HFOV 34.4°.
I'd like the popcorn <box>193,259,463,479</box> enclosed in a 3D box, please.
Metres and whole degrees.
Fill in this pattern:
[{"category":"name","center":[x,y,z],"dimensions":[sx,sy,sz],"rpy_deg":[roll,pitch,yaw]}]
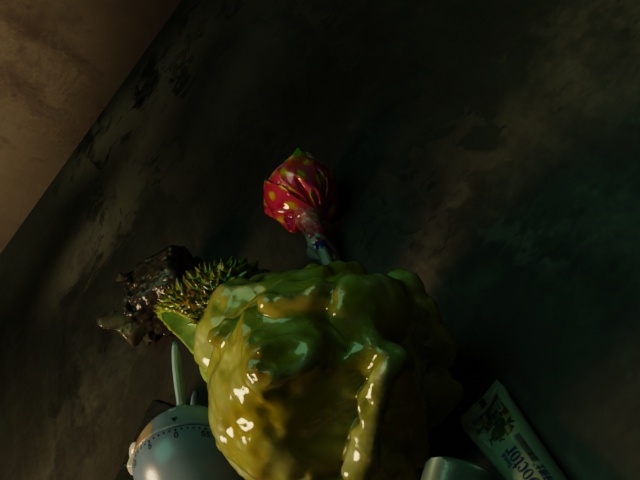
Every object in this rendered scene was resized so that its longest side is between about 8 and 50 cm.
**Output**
[{"category":"popcorn","center":[0.013,0.154,1.158],"dimensions":[0.312,0.312,0.312],"rpy_deg":[-38,33,31]}]

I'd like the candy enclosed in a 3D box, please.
[{"category":"candy","center":[0.000,0.000,1.519],"dimensions":[0.124,0.124,0.365],"rpy_deg":[-47,37,18]}]

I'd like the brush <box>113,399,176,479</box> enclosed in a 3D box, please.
[{"category":"brush","center":[-0.258,0.347,1.601],"dimensions":[0.123,0.059,0.197],"rpy_deg":[2,63,56]}]

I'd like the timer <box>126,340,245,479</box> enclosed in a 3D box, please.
[{"category":"timer","center":[-0.203,0.281,1.449],"dimensions":[0.175,0.175,0.255],"rpy_deg":[-53,43,6]}]

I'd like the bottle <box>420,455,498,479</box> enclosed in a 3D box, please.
[{"category":"bottle","center":[0.105,0.355,0.999],"dimensions":[0.082,0.082,0.286],"rpy_deg":[-16,48,51]}]

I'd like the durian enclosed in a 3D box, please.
[{"category":"durian","center":[-0.121,0.121,1.467],"dimensions":[0.176,0.200,0.237],"rpy_deg":[-25,11,-21]}]

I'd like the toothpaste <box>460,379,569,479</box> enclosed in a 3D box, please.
[{"category":"toothpaste","center":[0.205,0.224,1.032],"dimensions":[0.067,0.037,0.255],"rpy_deg":[-52,25,10]}]

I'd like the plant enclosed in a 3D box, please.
[{"category":"plant","center":[-0.292,0.106,1.834],"dimensions":[0.203,0.142,0.131],"rpy_deg":[-38,42,15]}]
